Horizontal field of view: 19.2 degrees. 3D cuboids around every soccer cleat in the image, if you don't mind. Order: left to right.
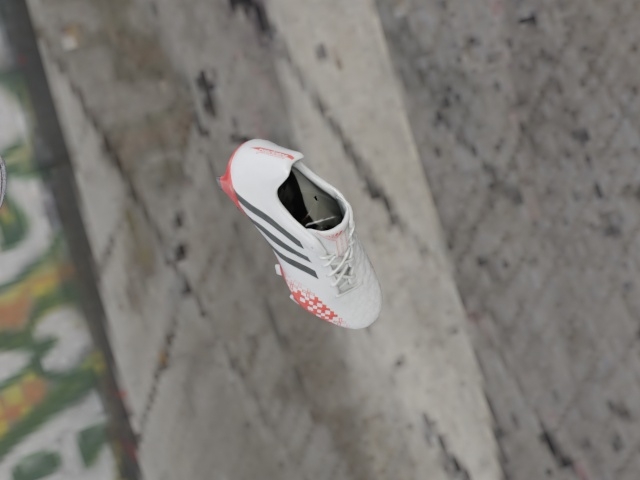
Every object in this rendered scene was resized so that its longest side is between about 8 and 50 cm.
[{"bbox_3d":[0.000,0.000,0.605,0.035,0.029,0.083,5,141,47],"label":"soccer cleat"}]

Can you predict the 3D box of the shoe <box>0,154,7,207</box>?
[{"bbox_3d":[-0.196,-0.039,0.633,0.081,0.178,0.063,-113,39,-87],"label":"shoe"}]
